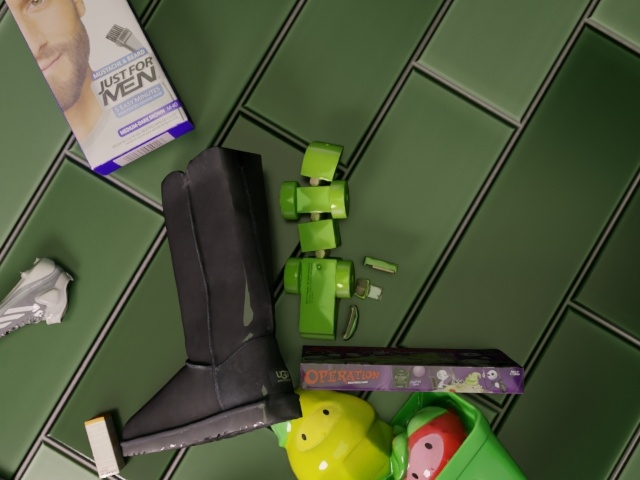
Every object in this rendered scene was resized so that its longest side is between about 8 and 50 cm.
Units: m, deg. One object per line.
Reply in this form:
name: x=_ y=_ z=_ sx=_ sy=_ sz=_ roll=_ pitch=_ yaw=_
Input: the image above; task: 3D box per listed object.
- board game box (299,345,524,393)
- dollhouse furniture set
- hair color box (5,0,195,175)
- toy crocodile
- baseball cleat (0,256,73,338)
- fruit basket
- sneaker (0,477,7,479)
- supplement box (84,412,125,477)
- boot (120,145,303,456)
board game box: x=0.140 y=0.209 z=1.642 sx=0.346 sy=0.208 sz=0.056 roll=1 pitch=88 yaw=-1
dollhouse furniture set: x=0.083 y=0.106 z=1.711 sx=0.058 sy=0.076 sz=0.152 roll=16 pitch=87 yaw=1
hair color box: x=-0.374 y=-0.304 z=1.710 sx=0.185 sy=0.110 sz=0.339 roll=-28 pitch=87 yaw=0
toy crocodile: x=0.000 y=0.000 z=1.708 sx=0.115 sy=0.105 sz=0.341 roll=-2 pitch=91 yaw=12
baseball cleat: x=-0.504 y=0.129 z=1.710 sx=0.109 sy=0.072 sz=0.206 roll=39 pitch=92 yaw=-5
fruit basket: x=0.087 y=0.373 z=1.623 sx=0.392 sy=0.283 sz=0.392 roll=-2 pitch=97 yaw=-14
sneaker: x=-0.559 y=0.467 z=1.707 sx=0.058 sy=0.052 sz=0.135 roll=14 pitch=88 yaw=-4
supplement box: x=-0.366 y=0.347 z=1.706 sx=0.036 sy=0.062 sz=0.098 roll=-16 pitch=87 yaw=-2
boot: x=-0.216 y=0.108 z=1.659 sx=0.367 sy=0.146 sz=0.445 roll=-20 pitch=76 yaw=31
